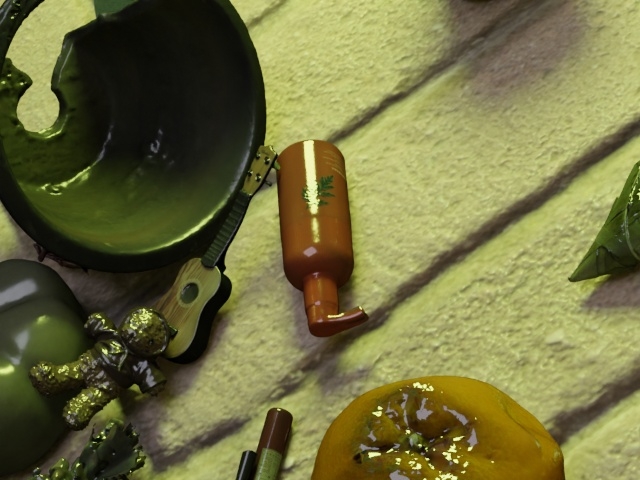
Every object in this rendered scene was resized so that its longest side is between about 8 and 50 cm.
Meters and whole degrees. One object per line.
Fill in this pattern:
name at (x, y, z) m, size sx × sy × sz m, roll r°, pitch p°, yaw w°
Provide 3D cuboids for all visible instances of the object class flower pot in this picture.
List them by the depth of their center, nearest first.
flower pot at (-0.282, -0.145, 1.834) m, size 0.251 × 0.379 × 0.379 m, roll 4°, pitch 57°, yaw 51°

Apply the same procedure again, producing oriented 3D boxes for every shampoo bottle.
shampoo bottle at (-0.002, 0.000, 1.718) m, size 0.085 × 0.085 × 0.244 m, roll -19°, pitch 51°, yaw 14°

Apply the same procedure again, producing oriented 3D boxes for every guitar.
guitar at (-0.115, 0.014, 1.754) m, size 0.084 × 0.038 × 0.271 m, roll 27°, pitch 87°, yaw 37°

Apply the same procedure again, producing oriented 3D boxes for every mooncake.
mooncake at (-0.391, 0.139, 1.781) m, size 0.275 × 0.135 × 0.275 m, roll -14°, pitch 48°, yaw 15°

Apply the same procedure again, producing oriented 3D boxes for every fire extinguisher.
fire extinguisher at (-0.067, 0.250, 1.591) m, size 0.035 × 0.049 × 0.173 m, roll 4°, pitch 59°, yaw 20°

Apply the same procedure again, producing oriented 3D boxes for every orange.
orange at (0.102, 0.236, 1.425) m, size 0.249 × 0.183 × 0.249 m, roll -14°, pitch 50°, yaw 17°

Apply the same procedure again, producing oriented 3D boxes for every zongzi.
zongzi at (0.310, -0.034, 1.608) m, size 0.130 × 0.062 × 0.154 m, roll -25°, pitch 42°, yaw 24°

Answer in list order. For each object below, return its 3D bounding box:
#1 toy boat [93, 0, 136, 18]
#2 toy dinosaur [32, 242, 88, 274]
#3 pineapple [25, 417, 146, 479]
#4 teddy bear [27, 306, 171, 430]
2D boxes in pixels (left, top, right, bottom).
toy boat at (-0.274, -0.330, 2.066) m, size 0.096 × 0.122 × 0.034 m, roll -18°, pitch 53°, yaw 16°
toy dinosaur at (-0.291, 0.018, 1.835) m, size 0.220 × 0.108 × 0.032 m, roll 18°, pitch 94°, yaw 67°
pineapple at (-0.328, 0.319, 1.606) m, size 0.175 × 0.175 × 0.361 m, roll 29°, pitch 66°, yaw 38°
teddy bear at (-0.233, 0.141, 1.709) m, size 0.160 × 0.078 × 0.119 m, roll -38°, pitch 75°, yaw -16°
